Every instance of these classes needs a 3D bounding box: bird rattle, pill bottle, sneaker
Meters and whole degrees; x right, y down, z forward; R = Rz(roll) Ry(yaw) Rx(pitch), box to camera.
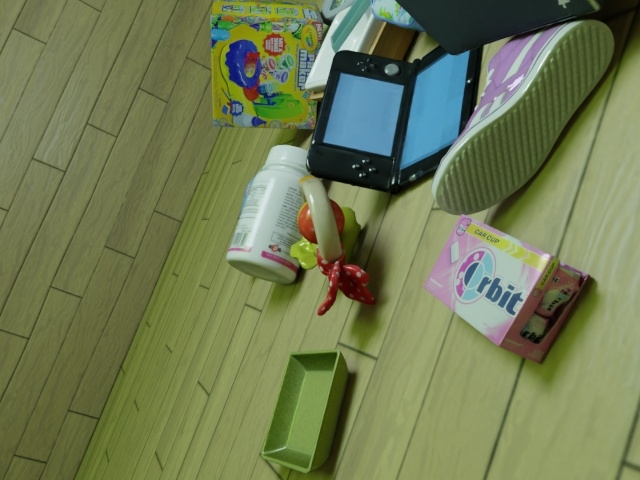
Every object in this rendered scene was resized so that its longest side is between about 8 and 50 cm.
[{"bbox_3d":[0.000,0.000,0.998,0.253,0.143,0.207,-93,-11,-67],"label":"bird rattle"},{"bbox_3d":[-0.092,-0.059,1.327,0.160,0.160,0.283,-15,54,63],"label":"pill bottle"},{"bbox_3d":[0.240,-0.164,0.781,0.282,0.102,0.161,-49,22,12],"label":"sneaker"}]

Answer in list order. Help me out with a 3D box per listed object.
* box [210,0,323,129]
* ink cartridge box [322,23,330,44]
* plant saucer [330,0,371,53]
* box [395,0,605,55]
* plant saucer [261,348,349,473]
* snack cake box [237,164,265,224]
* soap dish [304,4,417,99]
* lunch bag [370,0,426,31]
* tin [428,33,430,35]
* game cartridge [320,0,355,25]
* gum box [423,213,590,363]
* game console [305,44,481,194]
[{"bbox_3d":[-0.147,-0.468,1.578,0.177,0.279,0.290,-100,12,-54],"label":"box"},{"bbox_3d":[0.055,-0.632,1.689,0.175,0.072,0.127,-45,30,42],"label":"ink cartridge box"},{"bbox_3d":[0.078,-0.490,1.256,0.192,0.018,0.067,-50,27,34],"label":"plant saucer"},{"bbox_3d":[0.281,-0.478,0.754,0.395,0.212,0.293,-57,21,-6],"label":"box"},{"bbox_3d":[-0.018,0.278,0.972,0.188,0.045,0.188,-23,47,60],"label":"plant saucer"},{"bbox_3d":[-0.147,-0.067,1.554,0.152,0.089,0.264,-42,32,46],"label":"snack cake box"},{"bbox_3d":[0.089,-0.418,1.336,0.229,0.118,0.291,-65,22,1],"label":"soap dish"},{"bbox_3d":[0.178,-0.505,1.083,0.176,0.090,0.219,43,128,50],"label":"lunch bag"},{"bbox_3d":[0.262,-0.456,1.096,0.189,0.040,0.106,-46,34,40],"label":"tin"},{"bbox_3d":[0.094,-0.648,1.475,0.294,0.060,0.196,2,77,63],"label":"game cartridge"},{"bbox_3d":[0.205,0.049,0.675,0.107,0.062,0.188,-63,22,7],"label":"gum box"},{"bbox_3d":[0.125,-0.249,1.030,0.173,0.250,0.293,98,-175,-64],"label":"game console"}]
